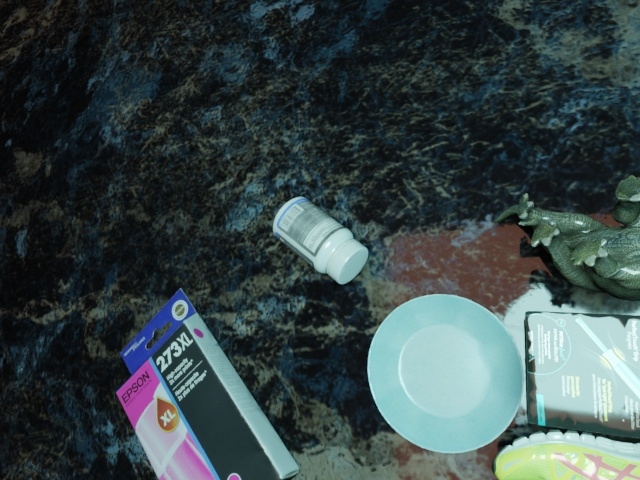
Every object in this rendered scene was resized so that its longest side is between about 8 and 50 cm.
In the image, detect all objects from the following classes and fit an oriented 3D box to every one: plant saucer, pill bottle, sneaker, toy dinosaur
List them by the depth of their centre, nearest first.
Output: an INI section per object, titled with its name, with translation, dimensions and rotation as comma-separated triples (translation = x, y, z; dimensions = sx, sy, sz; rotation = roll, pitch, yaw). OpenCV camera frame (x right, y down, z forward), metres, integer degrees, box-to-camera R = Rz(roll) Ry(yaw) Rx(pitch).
[sneaker]
translation = 0.287, 0.256, 0.468
dimensions = 0.208, 0.081, 0.094
rotation = -3, 47, 18
[toy dinosaur]
translation = 0.303, 0.016, 0.483
dimensions = 0.121, 0.160, 0.313
rotation = -60, 19, -15
[plant saucer]
translation = 0.159, 0.169, 0.596
dimensions = 0.194, 0.037, 0.195
rotation = -6, 75, 23
[pill bottle]
translation = 0.000, 0.000, 0.687
dimensions = 0.137, 0.078, 0.078
rotation = 38, 94, 27

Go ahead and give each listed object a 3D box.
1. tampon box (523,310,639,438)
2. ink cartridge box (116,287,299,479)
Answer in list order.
[tampon box]
translation = 0.310, 0.143, 0.498
dimensions = 0.161, 0.101, 0.121
rotation = -1, 77, 23
[ink cartridge box]
translation = -0.207, 0.263, 0.725
dimensions = 0.176, 0.069, 0.371
rotation = -46, 61, 7
